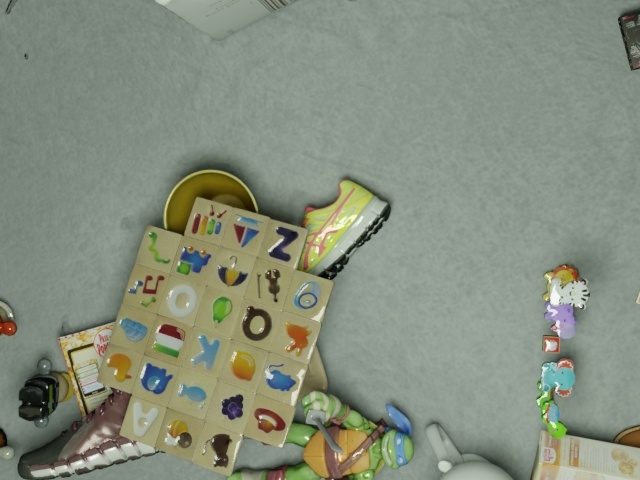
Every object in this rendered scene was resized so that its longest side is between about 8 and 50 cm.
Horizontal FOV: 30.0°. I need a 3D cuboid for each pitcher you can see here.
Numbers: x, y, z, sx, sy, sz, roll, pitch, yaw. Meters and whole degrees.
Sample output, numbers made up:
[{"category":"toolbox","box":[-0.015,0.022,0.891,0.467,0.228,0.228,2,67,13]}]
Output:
[{"category":"pitcher","box":[0.194,0.333,1.603,0.125,0.207,0.177,-40,85,7]}]

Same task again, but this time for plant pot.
[{"category":"plant pot","box":[-0.145,-0.033,1.693,0.134,0.095,0.134,0,93,8]}]

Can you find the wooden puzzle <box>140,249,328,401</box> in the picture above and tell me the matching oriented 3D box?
[{"category":"wooden puzzle","box":[-0.118,0.127,1.683,0.221,0.044,0.238,-8,117,15]}]

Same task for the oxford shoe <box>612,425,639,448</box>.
[{"category":"oxford shoe","box":[0.506,0.297,1.624,0.212,0.076,0.076,7,95,10]}]

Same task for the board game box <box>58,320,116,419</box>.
[{"category":"board game box","box":[-0.285,0.213,1.747,0.147,0.045,0.193,-16,90,9]}]

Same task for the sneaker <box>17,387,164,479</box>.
[{"category":"sneaker","box":[-0.301,0.235,1.685,0.281,0.106,0.162,-14,85,-1]}]

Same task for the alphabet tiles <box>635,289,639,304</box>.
[{"category":"alphabet tiles","box":[0.567,0.072,1.639,0.237,0.009,0.198,20,95,6]}]

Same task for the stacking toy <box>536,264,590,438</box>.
[{"category":"stacking toy","box":[0.323,0.146,1.597,0.052,0.167,0.221,4,92,8]}]

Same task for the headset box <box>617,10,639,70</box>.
[{"category":"headset box","box":[0.448,-0.273,1.630,0.062,0.032,0.083,-15,91,9]}]

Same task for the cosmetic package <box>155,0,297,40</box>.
[{"category":"cosmetic package","box":[-0.114,-0.522,1.554,0.329,0.327,0.393,-27,87,8]}]

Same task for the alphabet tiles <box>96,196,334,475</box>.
[{"category":"alphabet tiles","box":[-0.144,0.125,1.600,0.285,0.011,0.342,16,85,18]}]

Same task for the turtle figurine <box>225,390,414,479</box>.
[{"category":"turtle figurine","box":[-0.025,0.307,1.619,0.266,0.274,0.197,-6,127,29]}]

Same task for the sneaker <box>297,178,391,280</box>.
[{"category":"sneaker","box":[0.000,0.000,1.689,0.208,0.081,0.094,-45,77,2]}]

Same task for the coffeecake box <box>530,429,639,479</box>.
[{"category":"coffeecake box","box":[0.378,0.345,1.615,0.186,0.068,0.142,10,127,7]}]

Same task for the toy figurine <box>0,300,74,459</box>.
[{"category":"toy figurine","box":[-0.491,0.214,1.734,0.213,0.148,0.209,-44,92,5]}]
